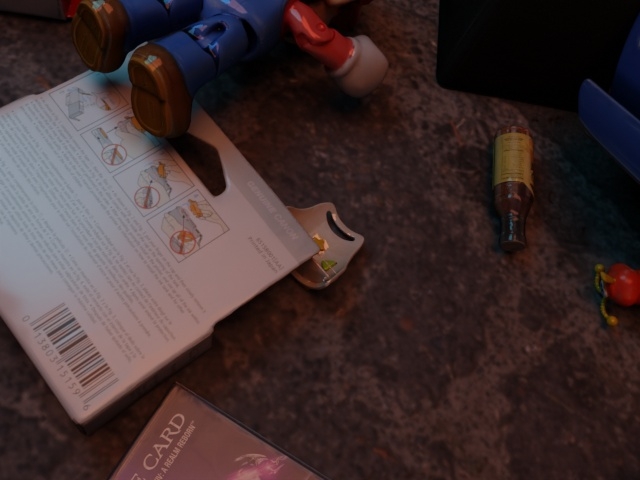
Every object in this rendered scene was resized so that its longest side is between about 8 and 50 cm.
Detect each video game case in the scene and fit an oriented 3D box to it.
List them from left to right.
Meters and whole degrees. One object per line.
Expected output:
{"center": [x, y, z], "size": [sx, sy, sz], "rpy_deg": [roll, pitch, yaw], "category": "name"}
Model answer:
{"center": [-0.052, 0.262, 0.508], "size": [0.274, 0.026, 0.196], "rpy_deg": [31, 66, 5], "category": "video game case"}

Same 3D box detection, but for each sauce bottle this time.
{"center": [0.192, -0.052, 0.674], "size": [0.042, 0.042, 0.128], "rpy_deg": [10, 69, -6], "category": "sauce bottle"}

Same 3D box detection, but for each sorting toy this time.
{"center": [0.000, 0.000, 0.620], "size": [0.075, 0.045, 0.083], "rpy_deg": [-35, 75, -29], "category": "sorting toy"}

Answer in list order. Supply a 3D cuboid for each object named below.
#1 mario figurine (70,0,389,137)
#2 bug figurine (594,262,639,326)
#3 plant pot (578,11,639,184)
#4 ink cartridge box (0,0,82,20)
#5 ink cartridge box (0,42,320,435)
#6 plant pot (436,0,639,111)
{"center": [-0.062, -0.204, 0.647], "size": [0.320, 0.170, 0.198], "rpy_deg": [-36, 114, -31], "category": "mario figurine"}
{"center": [0.354, 0.135, 0.606], "size": [0.216, 0.072, 0.279], "rpy_deg": [10, 61, -13], "category": "bug figurine"}
{"center": [0.387, -0.107, 0.588], "size": [0.236, 0.212, 0.236], "rpy_deg": [27, 26, -26], "category": "plant pot"}
{"center": [-0.302, -0.392, 0.681], "size": [0.271, 0.130, 0.310], "rpy_deg": [6, 66, -8], "category": "ink cartridge box"}
{"center": [-0.177, -0.018, 0.585], "size": [0.238, 0.060, 0.275], "rpy_deg": [-34, 76, -24], "category": "ink cartridge box"}
{"center": [0.240, -0.271, 0.705], "size": [0.187, 0.167, 0.188], "rpy_deg": [9, 65, -7], "category": "plant pot"}
